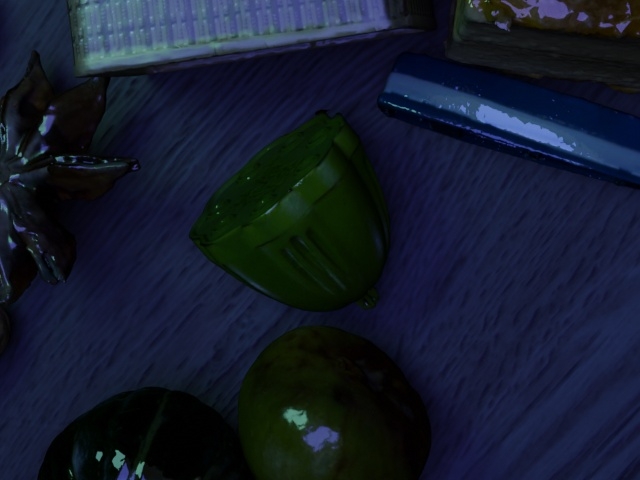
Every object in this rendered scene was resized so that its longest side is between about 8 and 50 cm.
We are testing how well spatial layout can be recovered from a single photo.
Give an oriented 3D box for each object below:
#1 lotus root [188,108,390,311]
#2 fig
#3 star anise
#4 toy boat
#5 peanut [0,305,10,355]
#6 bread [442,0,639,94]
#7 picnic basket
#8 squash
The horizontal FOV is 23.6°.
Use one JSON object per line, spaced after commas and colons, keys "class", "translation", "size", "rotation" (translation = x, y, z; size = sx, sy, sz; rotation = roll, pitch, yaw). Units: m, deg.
{"class": "lotus root", "translation": [0.000, 0.000, 1.405], "size": [0.186, 0.186, 0.186], "rotation": [1, 93, 10]}
{"class": "fig", "translation": [0.010, 0.182, 1.402], "size": [0.181, 0.181, 0.191], "rotation": [11, 116, 9]}
{"class": "star anise", "translation": [-0.279, -0.043, 1.430], "size": [0.288, 0.088, 0.288], "rotation": [-21, 55, 33]}
{"class": "toy boat", "translation": [0.201, -0.103, 1.390], "size": [0.299, 0.096, 0.061], "rotation": [18, 87, 7]}
{"class": "peanut", "translation": [-0.389, 0.143, 1.505], "size": [0.108, 0.095, 0.226], "rotation": [37, 95, -10]}
{"class": "bread", "translation": [0.256, -0.277, 1.287], "size": [0.279, 0.207, 0.279], "rotation": [6, 84, 2]}
{"class": "picnic basket", "translation": [-0.057, -0.252, 1.358], "size": [0.313, 0.228, 0.175], "rotation": [-7, 95, 11]}
{"class": "squash", "translation": [-0.159, 0.240, 1.422], "size": [0.218, 0.172, 0.218], "rotation": [17, 123, 27]}
